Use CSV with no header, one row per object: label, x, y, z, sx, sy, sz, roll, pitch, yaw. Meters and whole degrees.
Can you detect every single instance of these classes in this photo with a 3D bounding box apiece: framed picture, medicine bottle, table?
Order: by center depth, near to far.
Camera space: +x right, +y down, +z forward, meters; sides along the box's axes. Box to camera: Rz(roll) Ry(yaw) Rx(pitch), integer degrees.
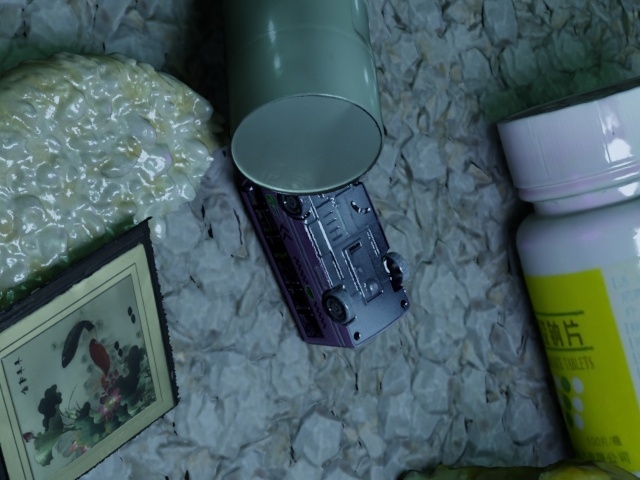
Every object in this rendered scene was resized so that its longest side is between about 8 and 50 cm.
framed picture,-0.189,0.106,1.477,0.199,0.010,0.195,-35,133,-34
table,-0.019,-0.161,1.573,0.126,0.126,0.220,26,43,-33
medicine bottle,0.305,0.044,1.795,0.213,0.213,0.378,-20,97,-37

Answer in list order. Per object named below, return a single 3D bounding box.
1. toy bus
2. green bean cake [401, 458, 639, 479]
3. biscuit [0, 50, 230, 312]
toy bus,0.000,0.000,1.642,0.087,0.098,0.178,-32,107,-34
green bean cake,0.196,0.268,1.672,0.233,0.236,0.124,30,65,-34
biscuit,-0.205,-0.053,1.489,0.281,0.084,0.179,-45,117,-27
